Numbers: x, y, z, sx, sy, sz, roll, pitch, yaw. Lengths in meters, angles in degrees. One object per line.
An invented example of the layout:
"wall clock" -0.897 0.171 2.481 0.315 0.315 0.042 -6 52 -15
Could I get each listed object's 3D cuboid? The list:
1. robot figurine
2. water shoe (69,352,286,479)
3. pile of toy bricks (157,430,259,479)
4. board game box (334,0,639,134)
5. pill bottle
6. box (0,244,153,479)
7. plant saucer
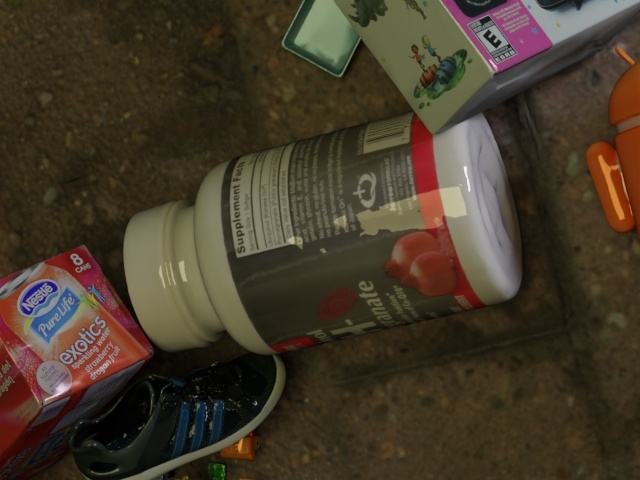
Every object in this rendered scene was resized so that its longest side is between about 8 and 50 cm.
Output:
"robot figurine" 0.310 -0.065 1.376 0.128 0.158 0.219 -12 86 -21
"water shoe" -0.122 0.149 1.476 0.203 0.080 0.073 -32 46 -11
"pile of toy bricks" -0.113 0.237 1.523 0.118 0.105 0.212 2 90 18
"board game box" 0.098 -0.263 1.390 0.303 0.224 0.097 53 140 10
"pill bottle" 0.000 0.000 1.449 0.318 0.176 0.176 -14 86 18
"box" -0.273 0.129 1.502 0.123 0.128 0.257 56 139 11
"plant saucer" 0.037 -0.245 1.519 0.067 0.018 0.192 30 98 15
